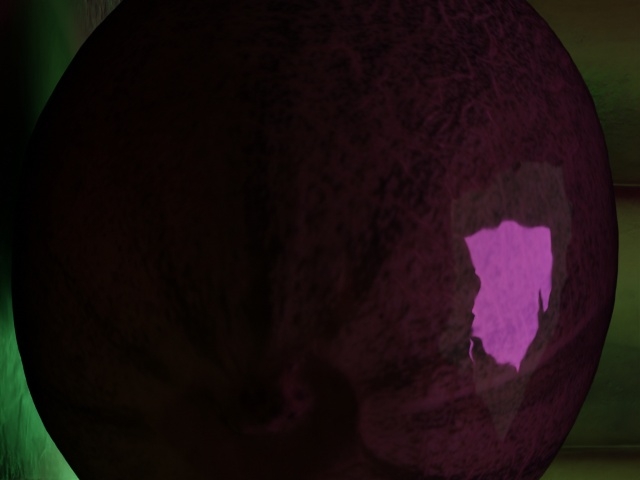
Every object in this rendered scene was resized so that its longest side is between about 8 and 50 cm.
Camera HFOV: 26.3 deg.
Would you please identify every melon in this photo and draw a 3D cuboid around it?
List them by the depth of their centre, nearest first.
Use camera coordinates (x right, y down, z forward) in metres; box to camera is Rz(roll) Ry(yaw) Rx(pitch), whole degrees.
[{"bbox_3d":[0.000,0.000,0.553,0.329,0.248,0.248,-82,173,-69],"label":"melon"}]
